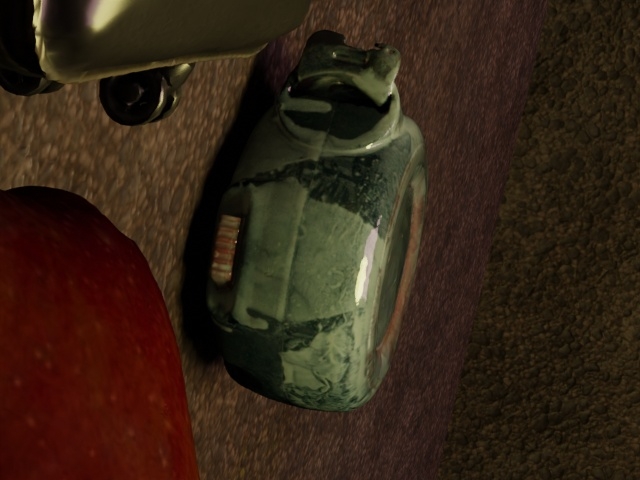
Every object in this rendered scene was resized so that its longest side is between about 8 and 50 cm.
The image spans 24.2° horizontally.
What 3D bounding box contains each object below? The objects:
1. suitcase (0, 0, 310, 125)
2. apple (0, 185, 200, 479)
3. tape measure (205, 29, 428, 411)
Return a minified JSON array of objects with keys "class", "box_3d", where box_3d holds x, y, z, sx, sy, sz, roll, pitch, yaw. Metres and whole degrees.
[{"class":"suitcase","box_3d":[-0.087,-0.247,0.571,0.283,0.194,0.434,-27,129,-70]},{"class":"apple","box_3d":[-0.170,0.128,0.472,0.288,0.288,0.317,63,32,-68]},{"class":"tape measure","box_3d":[0.000,0.000,1.230,0.256,0.147,0.275,65,39,-71]}]
